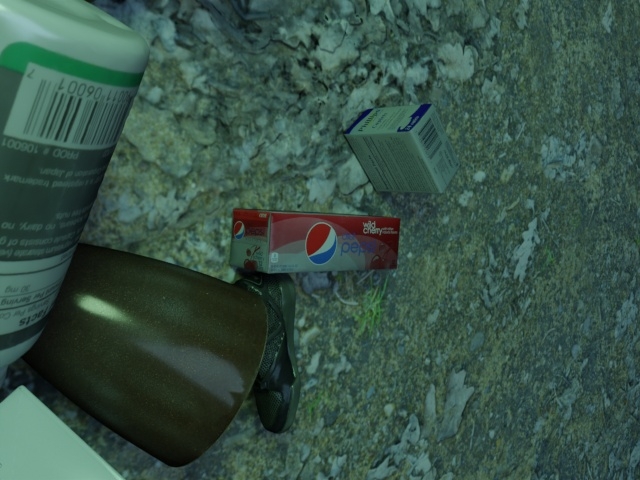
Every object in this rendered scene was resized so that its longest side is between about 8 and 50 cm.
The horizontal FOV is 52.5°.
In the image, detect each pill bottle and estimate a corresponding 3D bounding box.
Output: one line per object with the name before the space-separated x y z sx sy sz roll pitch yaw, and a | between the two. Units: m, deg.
pill bottle | -0.289 -0.026 0.495 0.204 0.204 0.361 13 110 -44

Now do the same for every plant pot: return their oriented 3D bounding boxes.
plant pot | -0.213 0.099 0.703 0.230 0.215 0.215 34 72 -26

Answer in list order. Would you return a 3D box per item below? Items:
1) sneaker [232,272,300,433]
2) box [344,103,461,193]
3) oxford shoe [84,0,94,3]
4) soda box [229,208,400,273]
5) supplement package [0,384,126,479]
sneaker | -0.096 0.159 0.887 0.130 0.087 0.227 -7 97 -41
box | 0.129 -0.143 1.022 0.072 0.137 0.126 -53 128 -27
oxford shoe | -0.210 -0.331 0.726 0.227 0.083 0.096 -46 147 -32
soda box | 0.000 0.000 0.949 0.263 0.092 0.083 0 95 -44
supplement package | -0.255 0.302 0.589 0.199 0.198 0.262 -47 168 -29
